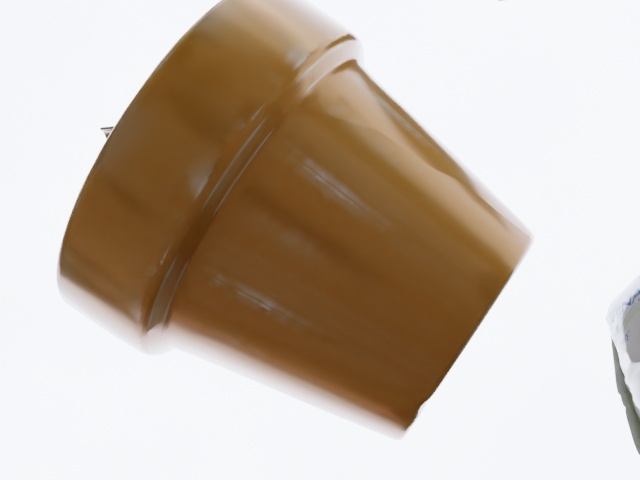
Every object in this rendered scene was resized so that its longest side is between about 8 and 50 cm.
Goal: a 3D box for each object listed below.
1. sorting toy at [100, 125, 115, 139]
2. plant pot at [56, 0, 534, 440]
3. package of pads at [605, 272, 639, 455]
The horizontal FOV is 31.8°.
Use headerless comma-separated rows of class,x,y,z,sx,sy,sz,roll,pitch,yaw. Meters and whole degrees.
sorting toy,-0.146,-0.062,0.863,0.083,0.012,0.062,2,-58,44
plant pot,0.000,0.000,0.592,0.188,0.205,0.205,33,-82,8
package of pads,0.288,0.009,0.477,0.229,0.296,0.101,6,-125,-18
